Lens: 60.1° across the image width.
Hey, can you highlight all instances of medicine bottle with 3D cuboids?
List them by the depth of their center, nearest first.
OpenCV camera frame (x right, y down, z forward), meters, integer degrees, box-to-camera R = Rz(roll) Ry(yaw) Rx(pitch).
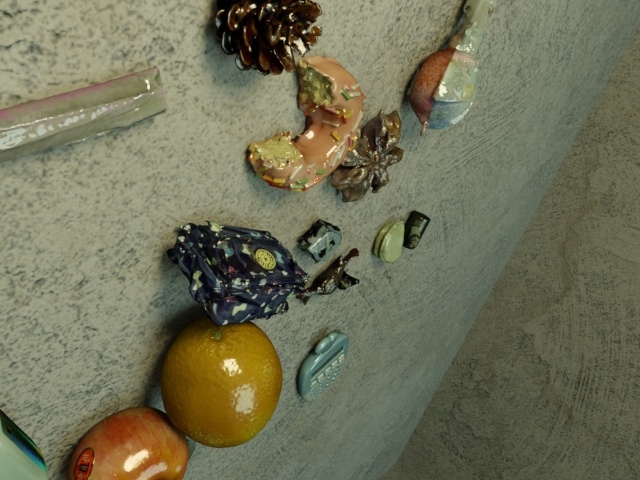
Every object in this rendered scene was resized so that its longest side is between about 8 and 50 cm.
[{"bbox_3d":[-0.428,0.244,0.685,0.083,0.121,0.229,-38,147,-29],"label":"medicine bottle"}]

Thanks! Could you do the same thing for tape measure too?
[{"bbox_3d":[0.001,0.000,1.163,0.091,0.054,0.094,-49,150,0],"label":"tape measure"}]

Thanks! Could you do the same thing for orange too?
[{"bbox_3d":[-0.174,0.249,0.986,0.236,0.236,0.236,-38,147,-30],"label":"orange"}]

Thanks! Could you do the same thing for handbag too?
[{"bbox_3d":[-0.129,0.047,0.910,0.113,0.162,0.260,-49,155,19],"label":"handbag"}]

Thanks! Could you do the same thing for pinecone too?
[{"bbox_3d":[-0.062,-0.276,0.698,0.140,0.121,0.140,-31,135,-37],"label":"pinecone"}]

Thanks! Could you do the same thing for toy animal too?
[{"bbox_3d":[0.016,0.094,1.298,0.202,0.070,0.105,-25,129,-36],"label":"toy animal"}]

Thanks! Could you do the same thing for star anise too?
[{"bbox_3d":[0.099,-0.159,1.124,0.212,0.073,0.197,-44,148,-16],"label":"star anise"}]

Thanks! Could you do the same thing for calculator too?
[{"bbox_3d":[0.008,0.354,1.569,0.188,0.042,0.302,-36,147,-30],"label":"calculator"}]

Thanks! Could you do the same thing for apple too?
[{"bbox_3d":[-0.330,0.394,0.956,0.209,0.164,0.209,-39,146,-32],"label":"apple"}]

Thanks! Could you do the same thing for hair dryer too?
[{"bbox_3d":[0.245,-0.010,1.462,0.197,0.057,0.100,-53,167,-72],"label":"hair dryer"}]

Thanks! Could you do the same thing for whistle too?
[{"bbox_3d":[0.277,-0.373,1.134,0.142,0.134,0.346,20,93,-58],"label":"whistle"}]

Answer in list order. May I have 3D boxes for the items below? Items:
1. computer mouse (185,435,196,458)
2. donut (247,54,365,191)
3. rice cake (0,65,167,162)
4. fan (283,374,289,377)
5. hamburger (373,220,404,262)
[{"bbox_3d":[-0.308,0.453,1.171,0.089,0.056,0.181,-15,133,-45],"label":"computer mouse"},{"bbox_3d":[-0.007,-0.181,0.924,0.233,0.085,0.199,-60,153,11],"label":"donut"},{"bbox_3d":[-0.276,-0.133,0.594,0.270,0.049,0.055,-31,166,-37],"label":"rice cake"},{"bbox_3d":[-0.184,0.373,1.319,0.310,0.010,0.182,-13,132,-48],"label":"fan"},{"bbox_3d":[0.175,0.005,1.445,0.084,0.054,0.121,-24,136,-38],"label":"hamburger"}]
